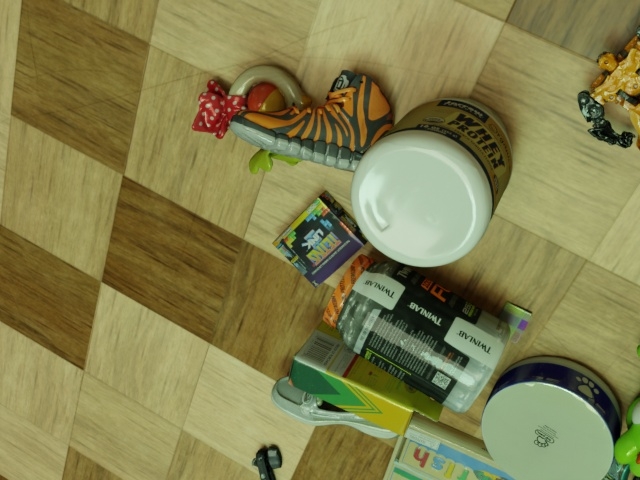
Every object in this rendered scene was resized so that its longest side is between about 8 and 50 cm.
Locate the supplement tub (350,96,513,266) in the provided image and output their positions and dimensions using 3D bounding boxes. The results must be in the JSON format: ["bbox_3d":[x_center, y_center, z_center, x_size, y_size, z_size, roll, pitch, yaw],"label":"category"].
[{"bbox_3d":[0.204,-0.116,1.248,0.228,0.316,0.228,10,118,20],"label":"supplement tub"}]

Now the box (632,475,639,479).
[{"bbox_3d":[0.745,0.527,1.394,0.247,0.163,0.142,24,108,12],"label":"box"}]

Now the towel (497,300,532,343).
[{"bbox_3d":[0.391,0.169,1.486,0.060,0.009,0.083,26,121,12],"label":"towel"}]

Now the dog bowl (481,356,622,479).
[{"bbox_3d":[0.467,0.377,1.480,0.265,0.104,0.265,11,115,26],"label":"dog bowl"}]

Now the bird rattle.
[{"bbox_3d":[-0.126,-0.259,1.473,0.253,0.143,0.207,45,113,14],"label":"bird rattle"}]

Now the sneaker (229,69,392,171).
[{"bbox_3d":[-0.007,-0.236,1.345,0.124,0.321,0.180,19,97,60],"label":"sneaker"}]

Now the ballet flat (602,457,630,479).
[{"bbox_3d":[0.613,0.522,1.535,0.070,0.070,0.188,9,116,20],"label":"ballet flat"}]

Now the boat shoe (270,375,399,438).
[{"bbox_3d":[0.041,0.357,1.637,0.320,0.118,0.103,13,135,16],"label":"boat shoe"}]

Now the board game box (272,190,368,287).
[{"bbox_3d":[0.000,0.000,1.557,0.141,0.048,0.170,46,124,-1],"label":"board game box"}]

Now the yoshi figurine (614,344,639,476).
[{"bbox_3d":[0.683,0.277,1.344,0.203,0.203,0.362,21,114,-34],"label":"yoshi figurine"}]

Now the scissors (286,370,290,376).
[{"bbox_3d":[0.047,0.359,1.731,0.297,0.021,0.109,-3,110,24],"label":"scissors"}]

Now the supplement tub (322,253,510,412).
[{"bbox_3d":[0.188,0.178,1.461,0.338,0.207,0.207,30,123,10],"label":"supplement tub"}]

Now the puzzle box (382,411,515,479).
[{"bbox_3d":[0.351,0.584,1.681,0.409,0.052,0.272,21,121,14],"label":"puzzle box"}]

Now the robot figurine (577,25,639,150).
[{"bbox_3d":[0.567,-0.213,1.176,0.291,0.085,0.211,39,123,2],"label":"robot figurine"}]

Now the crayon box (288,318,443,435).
[{"bbox_3d":[0.116,0.287,1.553,0.318,0.202,0.081,22,122,14],"label":"crayon box"}]

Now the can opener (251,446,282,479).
[{"bbox_3d":[-0.138,0.625,1.916,0.073,0.059,0.186,5,116,21],"label":"can opener"}]
